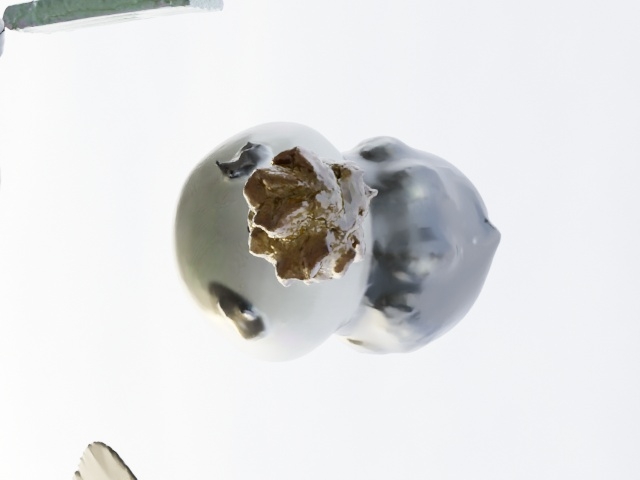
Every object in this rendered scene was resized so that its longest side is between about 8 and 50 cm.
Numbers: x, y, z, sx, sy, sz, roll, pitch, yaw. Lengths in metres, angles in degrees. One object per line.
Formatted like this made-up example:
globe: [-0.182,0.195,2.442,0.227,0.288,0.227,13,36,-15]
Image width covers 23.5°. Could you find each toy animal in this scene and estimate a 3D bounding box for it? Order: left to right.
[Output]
toy animal: [0.000,0.000,1.539,0.251,0.310,0.251,2,-87,47]

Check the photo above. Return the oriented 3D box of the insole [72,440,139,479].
insole: [-0.119,0.227,0.918,0.111,0.007,0.328,46,-33,31]

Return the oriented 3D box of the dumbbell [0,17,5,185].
dumbbell: [-0.366,-0.125,1.420,0.143,0.143,0.325,36,-53,45]

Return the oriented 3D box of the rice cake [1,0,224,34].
rice cake: [-0.215,-0.249,1.637,0.198,0.189,0.037,-7,-84,10]

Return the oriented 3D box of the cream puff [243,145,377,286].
cream puff: [-0.007,-0.023,1.243,0.094,0.122,0.116,-27,-155,51]
